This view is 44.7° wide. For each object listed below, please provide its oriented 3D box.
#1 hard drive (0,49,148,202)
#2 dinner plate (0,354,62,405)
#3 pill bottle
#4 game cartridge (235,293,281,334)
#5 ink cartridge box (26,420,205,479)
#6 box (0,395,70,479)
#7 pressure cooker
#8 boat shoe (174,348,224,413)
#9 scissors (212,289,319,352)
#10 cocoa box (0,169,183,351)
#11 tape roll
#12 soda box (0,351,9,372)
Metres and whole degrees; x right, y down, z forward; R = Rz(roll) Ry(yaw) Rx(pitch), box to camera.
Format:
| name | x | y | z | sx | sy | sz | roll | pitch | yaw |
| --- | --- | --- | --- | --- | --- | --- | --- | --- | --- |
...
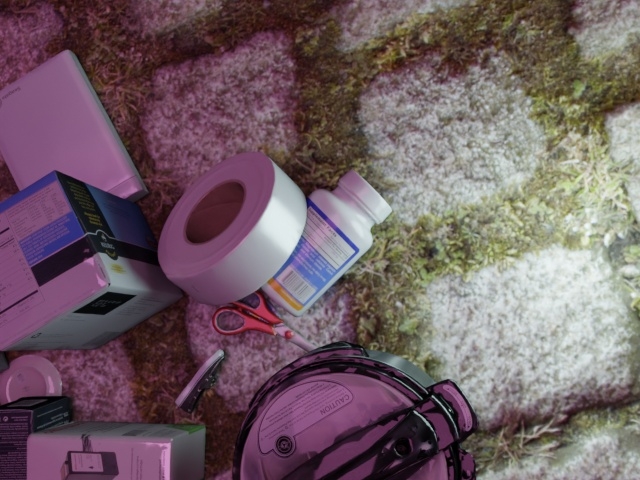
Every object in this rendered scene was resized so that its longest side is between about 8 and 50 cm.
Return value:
| name | x | y | z | sx | sy | sz | roll | pitch | yaw |
| --- | --- | --- | --- | --- | --- | --- | --- | --- | --- |
| hard drive | -0.541 | -0.193 | 1.627 | 0.233 | 0.047 | 0.353 | -31 | 79 | 4 |
| dinner plate | -0.596 | 0.304 | 1.589 | 0.141 | 0.017 | 0.141 | -1 | 81 | 9 |
| pill bottle | 0.000 | 0.000 | 1.460 | 0.272 | 0.152 | 0.152 | -45 | 78 | 1 |
| game cartridge | -0.121 | 0.140 | 1.532 | 0.083 | 0.017 | 0.056 | 38 | 86 | 12 |
| ink cartridge box | -0.373 | 0.406 | 1.445 | 0.273 | 0.198 | 0.114 | -1 | 84 | 10 |
| box | -0.558 | 0.413 | 1.489 | 0.108 | 0.153 | 0.207 | -3 | 87 | 8 |
| pressure cooker | 0.058 | 0.362 | 1.268 | 0.375 | 0.420 | 0.370 | 15 | 88 | 11 |
| boat shoe | -0.227 | 0.275 | 1.518 | 0.040 | 0.049 | 0.142 | 39 | 97 | 6 |
| scissors | -0.072 | 0.164 | 1.504 | 0.297 | 0.021 | 0.109 | 18 | 88 | 6 |
| cocoa box | -0.448 | 0.050 | 1.427 | 0.231 | 0.347 | 0.228 | -30 | 79 | 5 |
| tape roll | -0.166 | -0.024 | 1.435 | 0.286 | 0.100 | 0.286 | -26 | 41 | 25 |
| soda box | -0.791 | 0.277 | 1.580 | 0.286 | 0.098 | 0.091 | -26 | 74 | 5 |
